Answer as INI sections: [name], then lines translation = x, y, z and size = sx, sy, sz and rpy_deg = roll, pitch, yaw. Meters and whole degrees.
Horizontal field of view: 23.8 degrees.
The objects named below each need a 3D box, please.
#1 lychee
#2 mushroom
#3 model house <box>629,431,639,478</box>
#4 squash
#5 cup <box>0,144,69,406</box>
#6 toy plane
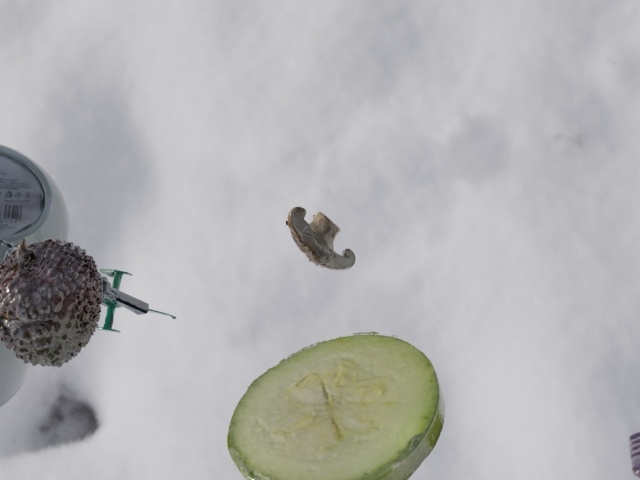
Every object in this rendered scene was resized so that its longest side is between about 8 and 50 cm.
[lychee]
translation = -0.163, 0.035, 0.906
size = 0.067, 0.083, 0.068
rpy_deg = 2, 29, 15
[mushroom]
translation = 0.000, 0.000, 1.623
size = 0.019, 0.101, 0.049
rpy_deg = 14, 68, 57
[model house]
translation = 0.495, 0.265, 1.744
size = 0.237, 0.202, 0.237
rpy_deg = -27, 55, 21
[squash]
translation = 0.017, 0.174, 1.481
size = 0.219, 0.041, 0.219
rpy_deg = -17, 34, 12
[cup]
translation = -0.404, 0.041, 1.739
size = 0.205, 0.312, 0.205
rpy_deg = 13, 48, -15
[toy plane]
translation = -0.217, 0.041, 1.346
size = 0.096, 0.235, 0.060
rpy_deg = 0, 78, 21
